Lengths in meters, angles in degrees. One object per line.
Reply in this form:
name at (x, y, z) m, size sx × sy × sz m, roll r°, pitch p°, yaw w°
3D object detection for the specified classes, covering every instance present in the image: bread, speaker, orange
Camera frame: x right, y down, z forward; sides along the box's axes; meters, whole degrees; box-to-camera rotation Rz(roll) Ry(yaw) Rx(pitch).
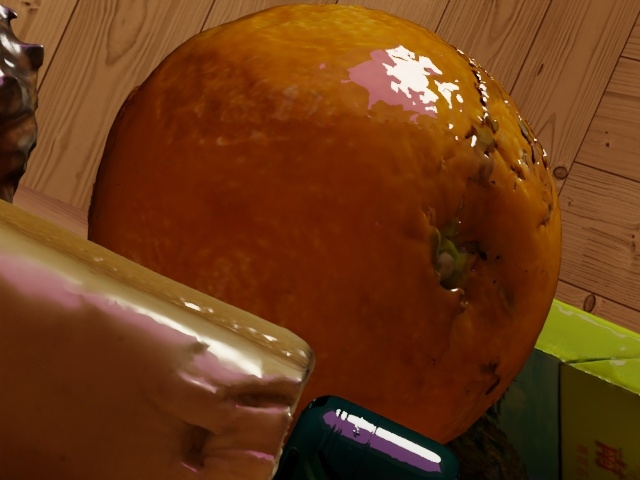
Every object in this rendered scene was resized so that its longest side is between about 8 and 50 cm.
bread at (-0.083, 0.046, 0.539) m, size 0.173 × 0.085 × 0.134 m, roll 25°, pitch 3°, yaw 2°
speaker at (0.014, 0.113, 0.712) m, size 0.075 × 0.060 × 0.094 m, roll 24°, pitch 35°, yaw 4°
orange at (0.000, 0.000, 0.883) m, size 0.246 × 0.246 × 0.246 m, roll 24°, pitch 0°, yaw 0°

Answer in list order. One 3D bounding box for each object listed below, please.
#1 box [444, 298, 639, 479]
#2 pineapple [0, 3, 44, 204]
box at (0.090, 0.091, 1.051) m, size 0.335 × 0.047 × 0.187 m, roll 23°, pitch -39°, yaw 29°
pineapple at (-0.305, -0.077, 0.759) m, size 0.361 × 0.175 × 0.175 m, roll 8°, pitch 9°, yaw -35°
